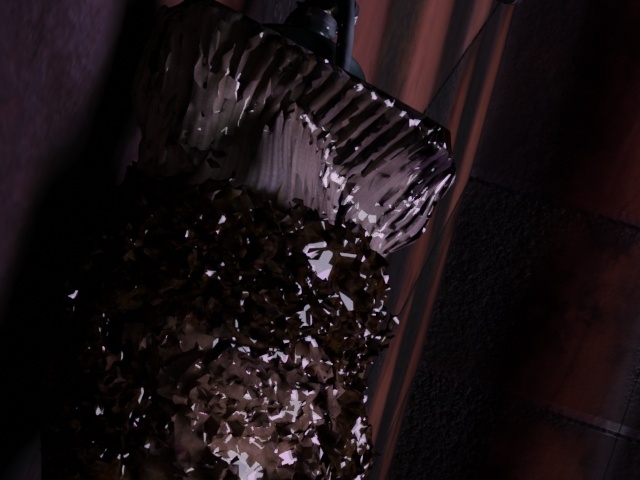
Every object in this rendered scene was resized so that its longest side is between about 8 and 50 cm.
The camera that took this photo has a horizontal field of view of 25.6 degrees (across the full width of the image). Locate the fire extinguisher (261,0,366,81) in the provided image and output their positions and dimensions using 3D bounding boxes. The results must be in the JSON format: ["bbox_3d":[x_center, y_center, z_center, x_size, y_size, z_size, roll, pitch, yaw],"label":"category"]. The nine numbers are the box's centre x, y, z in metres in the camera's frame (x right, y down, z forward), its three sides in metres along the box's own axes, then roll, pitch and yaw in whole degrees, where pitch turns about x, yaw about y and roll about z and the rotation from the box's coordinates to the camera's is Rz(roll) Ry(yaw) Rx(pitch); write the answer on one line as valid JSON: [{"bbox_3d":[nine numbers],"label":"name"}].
[{"bbox_3d":[-0.031,-0.049,0.847,0.118,0.093,0.294,-10,-123,64],"label":"fire extinguisher"}]

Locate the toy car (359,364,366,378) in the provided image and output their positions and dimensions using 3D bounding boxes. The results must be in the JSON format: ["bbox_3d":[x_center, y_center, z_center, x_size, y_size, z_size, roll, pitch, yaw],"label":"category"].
[{"bbox_3d":[-0.039,0.107,0.988,0.256,0.124,0.101,12,94,-82],"label":"toy car"}]

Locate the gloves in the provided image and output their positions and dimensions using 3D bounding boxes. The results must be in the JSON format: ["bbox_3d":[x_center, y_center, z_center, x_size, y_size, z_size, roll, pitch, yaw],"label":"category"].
[{"bbox_3d":[-0.041,0.050,0.691,0.210,0.135,0.312,37,68,-44],"label":"gloves"}]

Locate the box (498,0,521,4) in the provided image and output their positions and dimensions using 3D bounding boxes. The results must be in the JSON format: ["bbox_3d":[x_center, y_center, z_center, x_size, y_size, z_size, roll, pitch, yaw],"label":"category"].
[{"bbox_3d":[0.100,-0.288,0.771,0.220,0.166,0.291,-125,-135,-59],"label":"box"}]
